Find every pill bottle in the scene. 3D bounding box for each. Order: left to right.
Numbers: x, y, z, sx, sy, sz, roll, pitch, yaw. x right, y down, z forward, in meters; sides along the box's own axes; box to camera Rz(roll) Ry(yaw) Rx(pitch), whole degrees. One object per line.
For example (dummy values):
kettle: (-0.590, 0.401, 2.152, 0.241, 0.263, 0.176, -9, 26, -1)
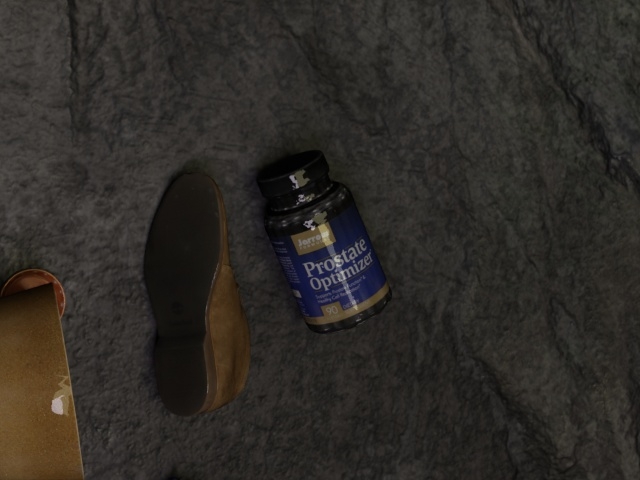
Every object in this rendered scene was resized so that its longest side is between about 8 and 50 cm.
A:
pill bottle: (0.000, 0.000, 2.028, 0.123, 0.123, 0.219, -30, 108, -22)

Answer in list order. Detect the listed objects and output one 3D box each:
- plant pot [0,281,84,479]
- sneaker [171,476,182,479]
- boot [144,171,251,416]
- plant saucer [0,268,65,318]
plant pot: (-0.414, 0.182, 1.794, 0.254, 0.237, 0.237, -8, 99, -11)
sneaker: (-0.252, 0.440, 1.939, 0.182, 0.127, 0.315, 26, 85, -29)
boot: (-0.148, 0.066, 1.992, 0.115, 0.112, 0.305, -1, 92, -57)
plant saucer: (-0.354, 0.075, 1.915, 0.083, 0.013, 0.083, -3, 97, -27)
